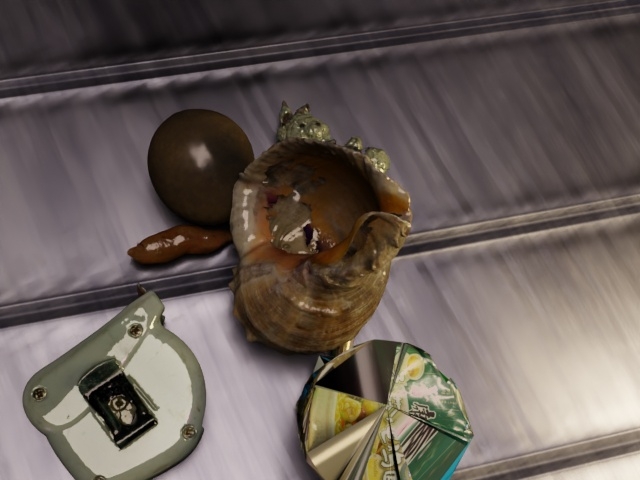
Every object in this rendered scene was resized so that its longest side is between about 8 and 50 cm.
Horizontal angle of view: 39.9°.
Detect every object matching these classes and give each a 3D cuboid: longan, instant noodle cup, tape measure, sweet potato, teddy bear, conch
[{"bbox_3d":[-0.182,-0.114,1.371,0.167,0.167,0.187,-26,94,-15],"label":"longan"},{"bbox_3d":[0.069,0.255,1.253,0.240,0.178,0.240,1,83,-12],"label":"instant noodle cup"},{"bbox_3d":[-0.279,0.222,1.259,0.243,0.125,0.246,-38,80,-17],"label":"tape measure"},{"bbox_3d":[-0.206,0.001,1.384,0.194,0.056,0.056,-9,73,-17],"label":"sweet potato"},{"bbox_3d":[0.009,-0.133,1.440,0.133,0.111,0.213,-21,49,-35],"label":"teddy bear"},{"bbox_3d":[0.008,-0.002,1.285,0.352,0.210,0.297,-30,82,29],"label":"conch"}]

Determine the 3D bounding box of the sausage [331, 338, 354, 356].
[{"bbox_3d":[0.050,0.080,1.400,0.032,0.033,0.269,12,71,-4],"label":"sausage"}]
